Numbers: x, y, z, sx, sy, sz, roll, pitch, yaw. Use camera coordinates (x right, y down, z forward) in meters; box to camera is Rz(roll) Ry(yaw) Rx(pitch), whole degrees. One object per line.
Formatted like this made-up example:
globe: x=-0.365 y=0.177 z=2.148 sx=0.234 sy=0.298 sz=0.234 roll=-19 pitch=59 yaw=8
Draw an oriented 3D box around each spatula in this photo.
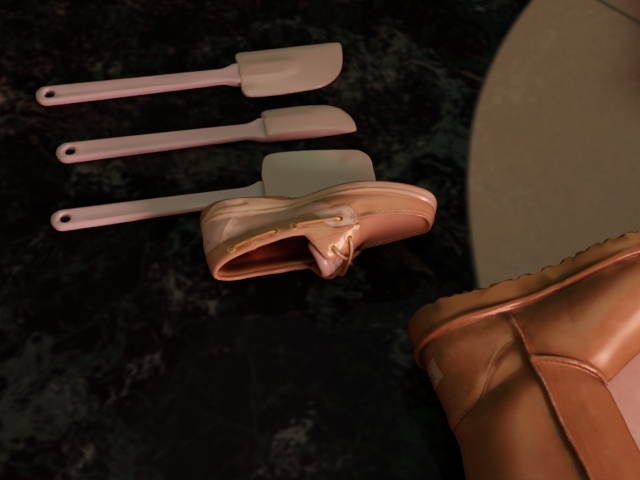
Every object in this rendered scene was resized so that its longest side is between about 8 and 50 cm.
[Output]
spatula: x=-0.089 y=-0.077 z=1.221 sx=0.242 sy=0.019 sz=0.168 roll=-7 pitch=57 yaw=-7

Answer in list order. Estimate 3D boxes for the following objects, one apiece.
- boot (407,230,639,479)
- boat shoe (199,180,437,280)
boot: x=0.198 y=0.140 z=1.044 sx=0.236 sy=0.089 sz=0.269 roll=-19 pitch=58 yaw=-2
boat shoe: x=0.000 y=0.000 z=1.149 sx=0.170 sy=0.063 sz=0.059 roll=-7 pitch=58 yaw=5
